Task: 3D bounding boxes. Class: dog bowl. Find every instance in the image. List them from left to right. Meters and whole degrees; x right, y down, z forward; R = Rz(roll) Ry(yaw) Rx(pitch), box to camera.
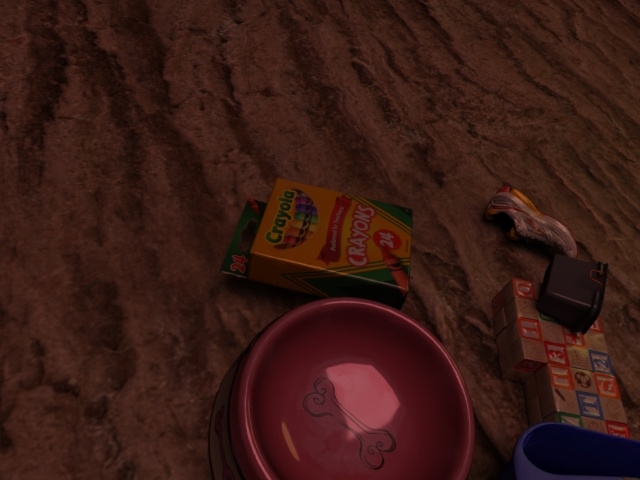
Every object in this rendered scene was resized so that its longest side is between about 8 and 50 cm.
[{"bbox_3d":[0.042,0.264,0.750,0.408,0.150,0.407,7,52,-9],"label":"dog bowl"}]

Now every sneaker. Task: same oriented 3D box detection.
[{"bbox_3d":[0.467,-0.018,1.122,0.225,0.088,0.093,42,76,17],"label":"sneaker"}]

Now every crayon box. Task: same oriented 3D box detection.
[{"bbox_3d":[0.000,0.000,0.900,0.319,0.081,0.202,12,47,-1],"label":"crayon box"}]

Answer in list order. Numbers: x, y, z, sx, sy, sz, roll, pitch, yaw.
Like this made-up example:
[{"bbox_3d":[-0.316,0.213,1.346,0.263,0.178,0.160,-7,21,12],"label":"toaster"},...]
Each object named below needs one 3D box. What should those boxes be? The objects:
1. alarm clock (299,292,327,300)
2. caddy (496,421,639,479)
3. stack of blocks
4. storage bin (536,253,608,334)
[{"bbox_3d":[-0.016,0.036,0.964,0.192,0.064,0.129,30,53,13],"label":"alarm clock"},{"bbox_3d":[0.411,0.387,0.689,0.342,0.179,0.241,14,30,-6],"label":"caddy"},{"bbox_3d":[0.424,0.227,0.911,0.171,0.087,0.297,11,52,-6],"label":"stack of blocks"},{"bbox_3d":[0.458,0.086,0.916,0.091,0.098,0.135,21,51,16],"label":"storage bin"}]
